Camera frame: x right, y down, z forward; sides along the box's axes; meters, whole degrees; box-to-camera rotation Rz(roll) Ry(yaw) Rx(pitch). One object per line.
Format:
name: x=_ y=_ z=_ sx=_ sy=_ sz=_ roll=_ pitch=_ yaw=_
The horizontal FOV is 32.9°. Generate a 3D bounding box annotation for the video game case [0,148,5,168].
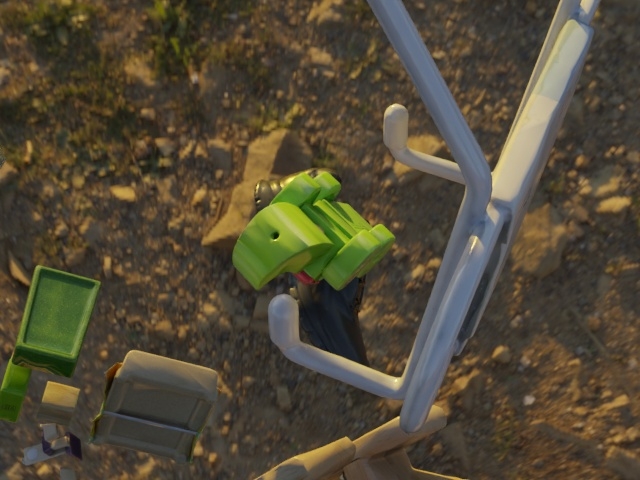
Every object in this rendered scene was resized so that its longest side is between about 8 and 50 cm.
video game case: x=-0.344 y=-0.134 z=1.018 sx=0.019 sy=0.143 sz=0.157 roll=-28 pitch=104 yaw=-7

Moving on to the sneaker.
sneaker: x=0.015 y=0.035 z=1.367 sx=0.130 sy=0.109 sz=0.286 roll=-21 pitch=80 yaw=1

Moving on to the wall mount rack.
wall mount rack: x=0.067 y=-0.087 z=0.579 sx=0.130 sy=0.304 sz=0.350 roll=21 pitch=46 yaw=10

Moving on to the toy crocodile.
toy crocodile: x=0.000 y=0.000 z=1.170 sx=0.115 sy=0.340 sz=0.105 roll=44 pitch=100 yaw=6

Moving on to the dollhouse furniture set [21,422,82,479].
dollhouse furniture set: x=-0.385 y=0.327 z=1.510 sx=0.081 sy=0.091 sz=0.114 roll=-17 pitch=61 yaw=5

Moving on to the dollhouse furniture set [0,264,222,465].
dollhouse furniture set: x=-0.302 y=0.189 z=1.596 sx=0.302 sy=0.197 sz=0.151 roll=16 pitch=44 yaw=-12

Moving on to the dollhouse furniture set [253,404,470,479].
dollhouse furniture set: x=-0.022 y=0.340 z=0.649 sx=0.256 sy=0.394 sz=0.362 roll=-34 pitch=74 yaw=27
